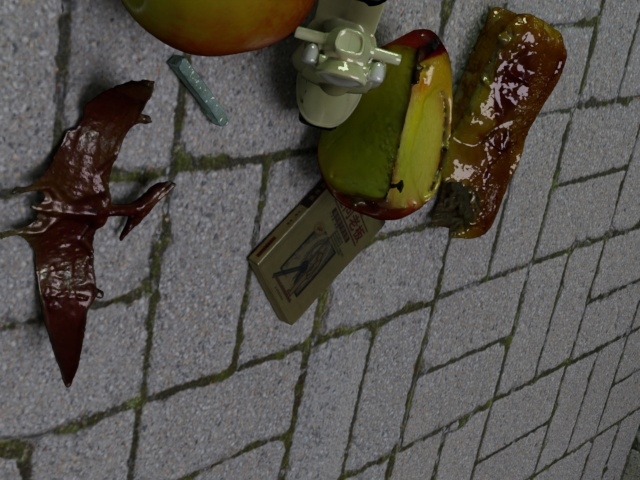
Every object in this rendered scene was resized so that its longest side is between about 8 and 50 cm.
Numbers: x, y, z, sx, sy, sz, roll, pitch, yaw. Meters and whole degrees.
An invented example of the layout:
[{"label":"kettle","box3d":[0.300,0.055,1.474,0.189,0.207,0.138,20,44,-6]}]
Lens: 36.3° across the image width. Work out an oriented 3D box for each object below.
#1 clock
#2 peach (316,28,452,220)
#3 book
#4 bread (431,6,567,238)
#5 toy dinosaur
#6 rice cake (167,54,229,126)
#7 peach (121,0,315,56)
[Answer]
[{"label":"clock","box3d":[0.044,-0.301,1.150,0.276,0.120,0.378,-92,-165,-74]},{"label":"peach","box3d":[0.091,-0.160,1.353,0.159,0.154,0.267,29,70,-59]},{"label":"book","box3d":[0.000,0.000,1.449,0.231,0.026,0.161,-47,141,-20]},{"label":"bread","box3d":[0.275,-0.183,1.598,0.185,0.109,0.380,7,108,-52]},{"label":"toy dinosaur","box3d":[-0.248,-0.012,1.072,0.327,0.113,0.206,-57,143,-5]},{"label":"rice cake","box3d":[-0.144,-0.177,1.165,0.021,0.022,0.121,-52,143,-12]},{"label":"peach","box3d":[-0.102,-0.300,0.987,0.231,0.231,0.230,-29,132,-37]}]
